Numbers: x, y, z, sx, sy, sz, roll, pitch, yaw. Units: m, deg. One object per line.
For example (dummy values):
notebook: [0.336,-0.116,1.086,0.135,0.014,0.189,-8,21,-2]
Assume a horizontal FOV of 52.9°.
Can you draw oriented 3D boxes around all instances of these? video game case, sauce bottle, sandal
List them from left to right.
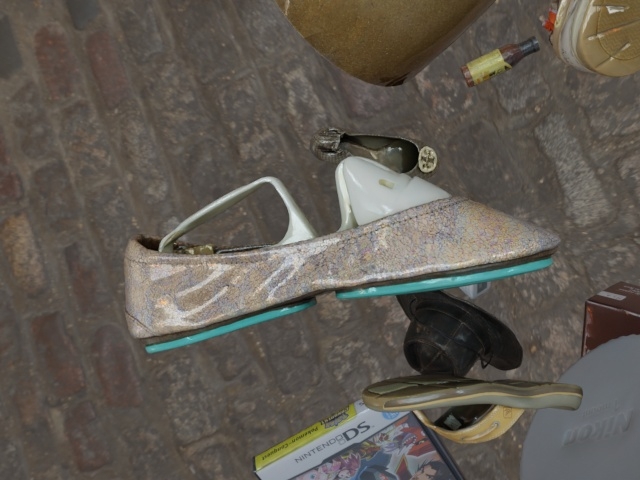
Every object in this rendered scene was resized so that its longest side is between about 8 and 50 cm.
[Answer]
video game case: [0.075,0.362,0.954,0.248,0.035,0.275,-30,113,5]
sandal: [0.120,0.129,0.488,0.180,0.072,0.049,6,82,-19]
sauce bottle: [0.299,-0.299,1.069,0.128,0.042,0.042,-23,85,17]

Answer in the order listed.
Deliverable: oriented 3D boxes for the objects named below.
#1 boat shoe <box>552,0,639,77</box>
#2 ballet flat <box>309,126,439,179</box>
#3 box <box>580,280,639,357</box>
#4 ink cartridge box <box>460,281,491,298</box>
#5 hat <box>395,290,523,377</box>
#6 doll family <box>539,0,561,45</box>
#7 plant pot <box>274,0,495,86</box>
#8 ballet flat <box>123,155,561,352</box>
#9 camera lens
boat shoe: [0.170,-0.168,0.334,0.063,0.059,0.170,25,99,-15]
ballet flat: [0.104,-0.153,1.118,0.250,0.058,0.084,9,81,-21]
box: [0.561,0.283,1.113,0.191,0.143,0.381,18,117,46]
ink cartridge box: [0.234,-0.019,1.247,0.066,0.189,0.232,-30,51,-11]
hat: [0.255,0.222,1.345,0.331,0.331,0.134,31,71,14]
doll family: [0.612,-0.474,1.389,0.118,0.163,0.263,-44,49,-19]
plant pot: [0.107,-0.295,0.540,0.254,0.237,0.237,-25,83,44]
ballet flat: [0.000,0.000,0.451,0.316,0.107,0.106,-13,88,8]
camera lens: [0.355,0.242,0.589,0.274,0.219,0.219,35,101,-6]
